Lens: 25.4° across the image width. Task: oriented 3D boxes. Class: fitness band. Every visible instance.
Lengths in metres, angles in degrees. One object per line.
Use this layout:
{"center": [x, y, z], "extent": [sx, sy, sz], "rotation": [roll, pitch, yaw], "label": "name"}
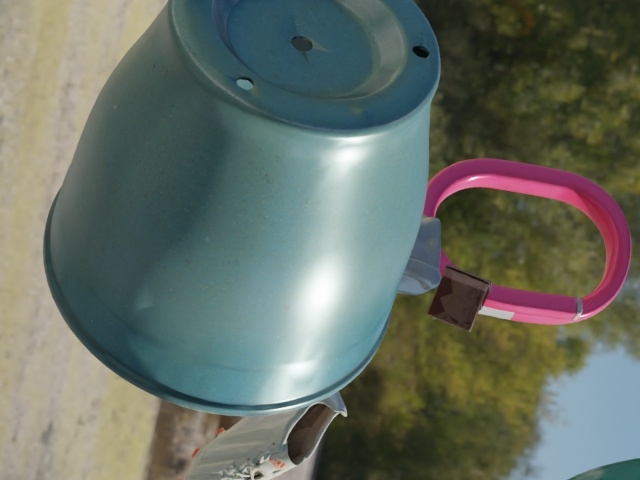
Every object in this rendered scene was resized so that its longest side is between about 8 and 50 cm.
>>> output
{"center": [0.260, -0.001, 1.832], "extent": [0.054, 0.291, 0.209], "rotation": [115, -16, -67], "label": "fitness band"}

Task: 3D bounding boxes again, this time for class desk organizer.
{"center": [0.133, 0.058, 1.357], "extent": [0.130, 0.047, 0.050], "rotation": [38, 74, -81], "label": "desk organizer"}

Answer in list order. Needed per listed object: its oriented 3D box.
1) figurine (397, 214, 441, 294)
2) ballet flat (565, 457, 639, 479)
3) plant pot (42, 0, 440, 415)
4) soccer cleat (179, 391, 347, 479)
{"center": [0.000, 0.000, 1.570], "extent": [0.215, 0.209, 0.092], "rotation": [15, -82, 62], "label": "figurine"}
{"center": [0.448, 0.307, 1.669], "extent": [0.164, 0.483, 0.182], "rotation": [23, -50, 51], "label": "ballet flat"}
{"center": [-0.039, -0.060, 0.992], "extent": [0.255, 0.272, 0.271], "rotation": [115, -6, -47], "label": "plant pot"}
{"center": [-0.058, 0.199, 1.319], "extent": [0.196, 0.076, 0.068], "rotation": [-47, 138, 6], "label": "soccer cleat"}
